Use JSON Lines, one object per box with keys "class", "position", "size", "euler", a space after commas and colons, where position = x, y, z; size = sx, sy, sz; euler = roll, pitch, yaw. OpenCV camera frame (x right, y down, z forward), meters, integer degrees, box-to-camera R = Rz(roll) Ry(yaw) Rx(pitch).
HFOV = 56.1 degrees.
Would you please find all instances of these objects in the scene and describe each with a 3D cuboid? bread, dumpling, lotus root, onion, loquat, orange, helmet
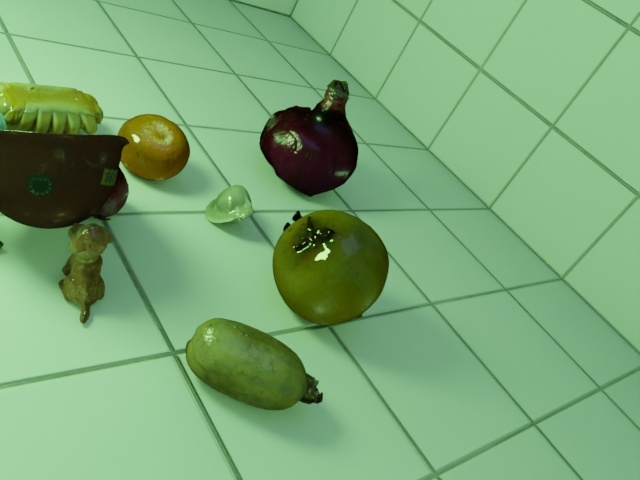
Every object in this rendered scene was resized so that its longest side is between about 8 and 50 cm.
{"class": "bread", "position": [-0.814, -0.383, 1.805], "size": [0.311, 0.121, 0.172], "euler": [-3, 48, -43]}
{"class": "dumpling", "position": [-0.291, -0.106, 1.889], "size": [0.155, 0.181, 0.111], "euler": [-25, 96, -21]}
{"class": "lotus root", "position": [-0.143, 0.292, 1.383], "size": [0.343, 0.151, 0.169], "euler": [25, 32, -4]}
{"class": "onion", "position": [-0.588, -0.160, 1.609], "size": [0.160, 0.194, 0.159], "euler": [17, 33, -12]}
{"class": "onion", "position": [0.004, -0.394, 2.243], "size": [0.399, 0.420, 0.398], "euler": [32, 28, -19]}
{"class": "loquat", "position": [0.034, 0.091, 1.706], "size": [0.329, 0.359, 0.328], "euler": [-10, 49, 12]}
{"class": "orange", "position": [-0.522, -0.283, 1.870], "size": [0.224, 0.170, 0.223], "euler": [13, 56, -20]}
{"class": "helmet", "position": [-0.624, -0.144, 1.396], "size": [0.338, 0.229, 0.385], "euler": [3, 6, -8]}

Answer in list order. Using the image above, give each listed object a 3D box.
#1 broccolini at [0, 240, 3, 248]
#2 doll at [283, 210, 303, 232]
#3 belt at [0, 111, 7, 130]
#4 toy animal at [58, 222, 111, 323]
{"class": "broccolini", "position": [-0.822, -0.045, 1.400], "size": [0.202, 0.068, 0.091], "euler": [50, 46, 2]}
{"class": "doll", "position": [-0.001, 0.000, 1.992], "size": [0.249, 0.127, 0.088], "euler": [37, -3, 6]}
{"class": "belt", "position": [-0.894, -0.294, 1.593], "size": [0.082, 0.147, 0.163], "euler": [-12, 22, -43]}
{"class": "toy animal", "position": [-0.522, 0.064, 1.355], "size": [0.104, 0.185, 0.183], "euler": [9, 38, -35]}
